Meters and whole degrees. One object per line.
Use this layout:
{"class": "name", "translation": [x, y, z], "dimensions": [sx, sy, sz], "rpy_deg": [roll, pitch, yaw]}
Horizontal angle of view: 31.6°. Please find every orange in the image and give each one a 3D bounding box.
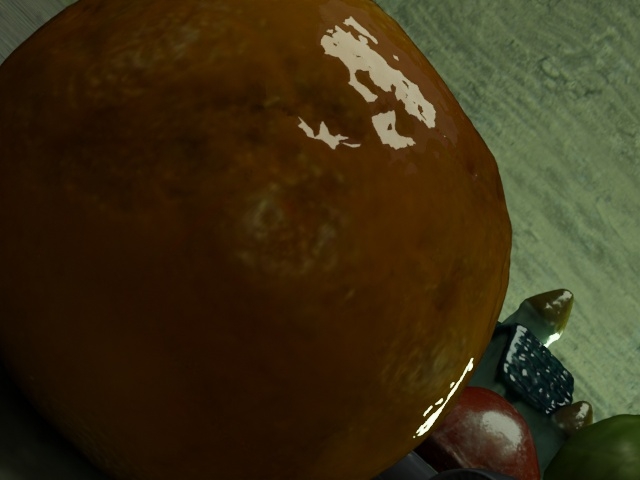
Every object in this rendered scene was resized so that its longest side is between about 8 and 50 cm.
{"class": "orange", "translation": [-0.041, -0.001, 0.536], "dimensions": [0.261, 0.261, 0.261], "rpy_deg": [46, 2, -2]}

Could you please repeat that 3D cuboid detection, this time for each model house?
{"class": "model house", "translation": [0.214, 0.185, 1.321], "dimensions": [0.184, 0.291, 0.253], "rpy_deg": [40, 3, -12]}

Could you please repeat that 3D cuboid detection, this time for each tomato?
{"class": "tomato", "translation": [0.138, 0.184, 0.991], "dimensions": [0.159, 0.091, 0.139], "rpy_deg": [50, -14, 6]}

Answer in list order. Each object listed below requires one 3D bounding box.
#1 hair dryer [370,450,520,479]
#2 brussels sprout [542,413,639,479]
{"class": "hair dryer", "translation": [0.076, 0.203, 0.915], "dimensions": [0.361, 0.121, 0.301], "rpy_deg": [40, -11, 42]}
{"class": "brussels sprout", "translation": [0.343, 0.338, 1.145], "dimensions": [0.316, 0.274, 0.242], "rpy_deg": [52, -21, 6]}
